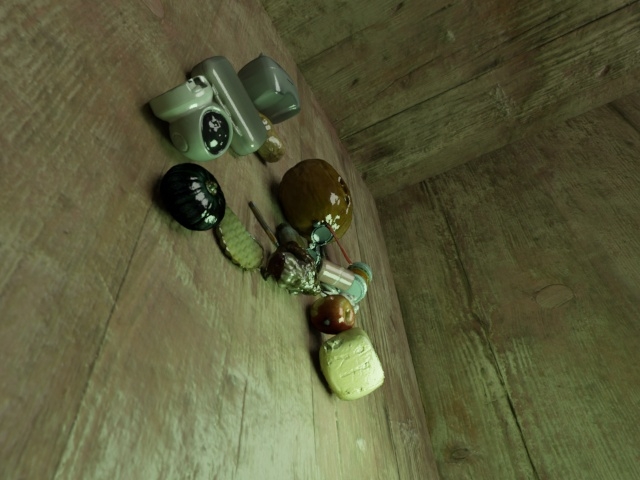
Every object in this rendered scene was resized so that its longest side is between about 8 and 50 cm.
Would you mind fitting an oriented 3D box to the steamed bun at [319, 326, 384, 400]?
[{"bbox_3d":[0.110,0.481,1.691,0.273,0.232,0.166,65,-10,-7],"label":"steamed bun"}]

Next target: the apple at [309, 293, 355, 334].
[{"bbox_3d":[0.044,0.308,1.771,0.199,0.199,0.199,56,21,-34],"label":"apple"}]

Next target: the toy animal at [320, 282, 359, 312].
[{"bbox_3d":[0.096,0.278,2.043,0.221,0.131,0.103,51,38,-37],"label":"toy animal"}]

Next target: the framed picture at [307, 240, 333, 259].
[{"bbox_3d":[0.000,0.000,2.256,0.315,0.024,0.232,43,31,-52],"label":"framed picture"}]

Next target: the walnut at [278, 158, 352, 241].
[{"bbox_3d":[-0.014,-0.173,1.932,0.354,0.308,0.397,34,29,-55],"label":"walnut"}]

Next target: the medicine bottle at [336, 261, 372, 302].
[{"bbox_3d":[0.185,0.227,2.308,0.158,0.158,0.318,66,18,-6],"label":"medicine bottle"}]

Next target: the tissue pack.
[{"bbox_3d":[-0.249,-0.725,2.044,0.333,0.229,0.235,7,63,-71],"label":"tissue pack"}]

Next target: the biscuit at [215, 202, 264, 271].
[{"bbox_3d":[-0.272,0.008,1.407,0.273,0.036,0.187,56,21,-35],"label":"biscuit"}]

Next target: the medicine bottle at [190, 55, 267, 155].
[{"bbox_3d":[-0.350,-0.528,1.680,0.375,0.123,0.282,60,20,-22],"label":"medicine bottle"}]

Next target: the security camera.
[{"bbox_3d":[-0.379,-0.354,1.293,0.194,0.195,0.236,-78,147,-61],"label":"security camera"}]

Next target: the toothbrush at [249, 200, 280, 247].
[{"bbox_3d":[-0.197,-0.021,1.693,0.321,0.023,0.031,61,15,-21],"label":"toothbrush"}]

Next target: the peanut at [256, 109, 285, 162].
[{"bbox_3d":[-0.252,-0.469,1.906,0.253,0.122,0.137,64,11,-6],"label":"peanut"}]

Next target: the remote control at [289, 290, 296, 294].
[{"bbox_3d":[-0.089,0.176,1.763,0.190,0.029,0.087,11,59,-70],"label":"remote control"}]

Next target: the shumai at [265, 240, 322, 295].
[{"bbox_3d":[-0.122,0.128,1.574,0.185,0.184,0.218,-27,110,-38],"label":"shumai"}]

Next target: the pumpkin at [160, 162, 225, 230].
[{"bbox_3d":[-0.344,-0.121,1.177,0.202,0.140,0.202,-21,90,-76],"label":"pumpkin"}]

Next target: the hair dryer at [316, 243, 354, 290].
[{"bbox_3d":[0.038,0.091,2.099,0.189,0.106,0.344,25,27,-26],"label":"hair dryer"}]

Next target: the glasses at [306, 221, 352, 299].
[{"bbox_3d":[0.008,0.077,1.720,0.118,0.234,0.268,21,19,-27],"label":"glasses"}]

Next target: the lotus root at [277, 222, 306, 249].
[{"bbox_3d":[-0.123,0.003,1.758,0.192,0.088,0.113,60,2,30],"label":"lotus root"}]
